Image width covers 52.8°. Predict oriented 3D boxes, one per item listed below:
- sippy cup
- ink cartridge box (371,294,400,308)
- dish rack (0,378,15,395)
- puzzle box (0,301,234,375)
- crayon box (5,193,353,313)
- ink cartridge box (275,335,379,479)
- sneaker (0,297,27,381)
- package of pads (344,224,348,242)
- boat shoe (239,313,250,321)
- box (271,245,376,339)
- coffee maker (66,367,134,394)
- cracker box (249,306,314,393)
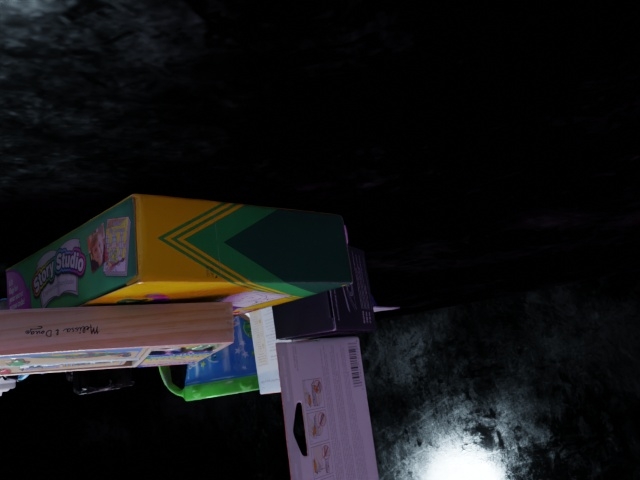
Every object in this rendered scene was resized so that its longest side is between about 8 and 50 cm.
[{"bbox_3d":[-0.222,0.256,1.553,0.305,0.224,0.240,-2,167,-29],"label":"sippy cup"},{"bbox_3d":[0.018,0.188,1.813,0.307,0.072,0.303,-19,164,31],"label":"ink cartridge box"},{"bbox_3d":[-0.978,0.359,1.653,0.285,0.072,0.333,5,175,21],"label":"dish rack"},{"bbox_3d":[-0.336,0.131,0.803,0.408,0.052,0.272,0,166,-21],"label":"puzzle box"},{"bbox_3d":[-0.196,0.049,0.867,0.313,0.106,0.363,3,164,-45],"label":"crayon box"},{"bbox_3d":[-0.002,0.300,1.058,0.060,0.275,0.239,-16,165,35],"label":"ink cartridge box"},{"bbox_3d":[-0.601,0.196,1.181,0.125,0.140,0.340,0,167,-45],"label":"sneaker"},{"bbox_3d":[0.000,0.000,0.971,0.083,0.032,0.050,-9,171,1],"label":"package of pads"},{"bbox_3d":[-0.139,0.136,1.355,0.257,0.095,0.095,-7,168,-9],"label":"boat shoe"},{"bbox_3d":[0.005,0.087,1.100,0.108,0.153,0.207,-13,167,22],"label":"box"},{"bbox_3d":[-0.406,0.189,1.199,0.120,0.178,0.171,-5,170,-31],"label":"coffee maker"},{"bbox_3d":[-0.071,0.170,1.234,0.067,0.232,0.155,-1,166,-33],"label":"cracker box"}]
